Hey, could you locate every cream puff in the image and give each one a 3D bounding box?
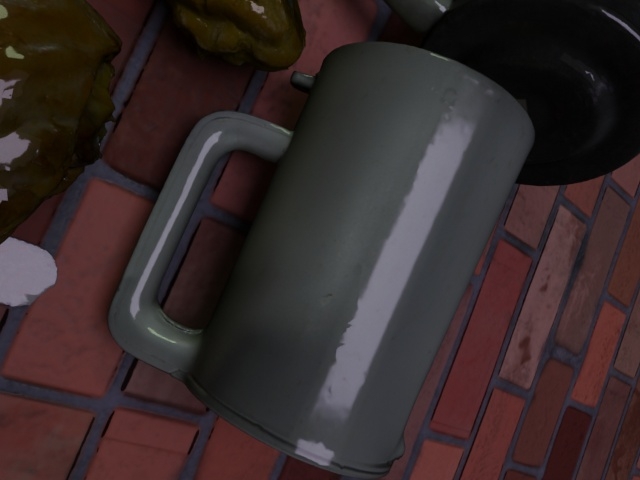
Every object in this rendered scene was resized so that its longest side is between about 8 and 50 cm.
[{"bbox_3d":[-0.081,-0.202,0.425,0.116,0.146,0.146,-11,106,9],"label":"cream puff"}]

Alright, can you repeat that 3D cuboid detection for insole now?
[{"bbox_3d":[-0.290,-0.003,0.378,0.197,0.004,0.065,26,83,-33],"label":"insole"}]

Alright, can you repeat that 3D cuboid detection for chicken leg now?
[{"bbox_3d":[-0.314,-0.047,0.284,0.429,0.153,0.201,-24,92,-22],"label":"chicken leg"}]

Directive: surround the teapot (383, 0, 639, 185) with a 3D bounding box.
[{"bbox_3d":[0.206,-0.227,0.579,0.239,0.322,0.239,85,28,-58],"label":"teapot"}]

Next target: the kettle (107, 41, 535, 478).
[{"bbox_3d":[0.011,0.004,0.459,0.265,0.205,0.318,28,84,-35],"label":"kettle"}]
